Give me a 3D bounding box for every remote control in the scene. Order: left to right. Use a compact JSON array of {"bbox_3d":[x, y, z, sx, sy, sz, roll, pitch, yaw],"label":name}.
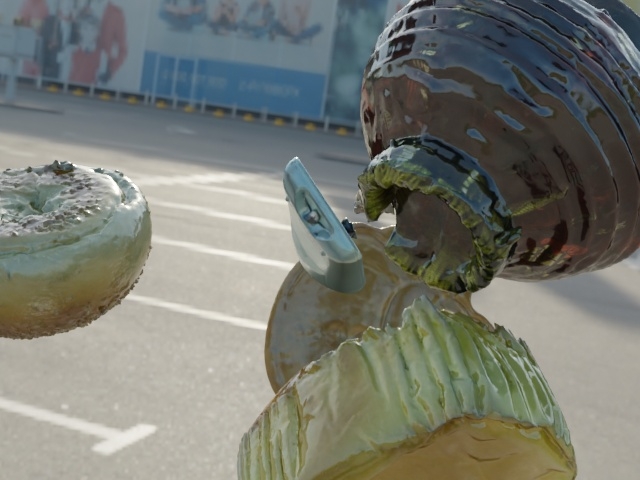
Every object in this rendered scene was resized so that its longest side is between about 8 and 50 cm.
[{"bbox_3d":[0.001,-0.001,0.972,0.051,0.103,0.293,-33,-9,-4],"label":"remote control"}]

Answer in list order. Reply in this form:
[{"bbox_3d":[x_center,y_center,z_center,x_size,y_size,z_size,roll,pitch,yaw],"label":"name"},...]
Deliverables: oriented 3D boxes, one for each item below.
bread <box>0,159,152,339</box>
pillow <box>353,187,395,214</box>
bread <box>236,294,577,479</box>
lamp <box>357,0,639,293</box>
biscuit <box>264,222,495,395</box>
[{"bbox_3d":[-0.344,0.013,1.219,0.306,0.158,0.305,-6,27,3],"label":"bread"},{"bbox_3d":[0.116,-0.082,1.136,0.173,0.067,0.270,-33,3,0],"label":"pillow"},{"bbox_3d":[0.053,0.158,0.736,0.179,0.250,0.133,35,25,-28],"label":"bread"},{"bbox_3d":[0.133,-0.072,0.723,0.247,0.247,0.247,9,8,-1],"label":"lamp"},{"bbox_3d":[0.097,0.130,1.384,0.351,0.312,0.057,-1,-5,-5],"label":"biscuit"}]
